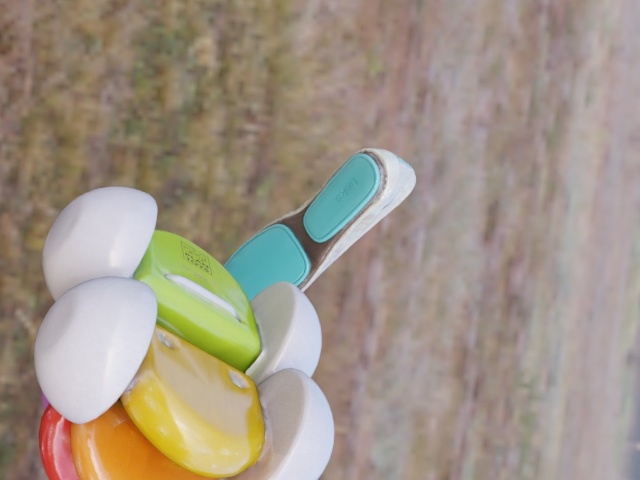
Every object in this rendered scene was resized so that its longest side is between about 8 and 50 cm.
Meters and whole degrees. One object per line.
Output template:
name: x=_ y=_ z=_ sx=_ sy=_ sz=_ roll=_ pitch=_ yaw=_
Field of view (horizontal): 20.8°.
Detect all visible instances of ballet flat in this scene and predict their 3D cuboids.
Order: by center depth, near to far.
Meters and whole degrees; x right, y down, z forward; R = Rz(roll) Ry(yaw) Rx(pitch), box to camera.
ballet flat: x=0.000 y=0.000 z=1.183 sx=0.052 sy=0.168 sz=0.057 roll=7 pitch=51 yaw=-54

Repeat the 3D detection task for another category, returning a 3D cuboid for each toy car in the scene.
toy car: x=-0.088 y=0.074 z=0.905 sx=0.136 sy=0.159 sz=0.182 roll=-47 pitch=-153 yaw=24
